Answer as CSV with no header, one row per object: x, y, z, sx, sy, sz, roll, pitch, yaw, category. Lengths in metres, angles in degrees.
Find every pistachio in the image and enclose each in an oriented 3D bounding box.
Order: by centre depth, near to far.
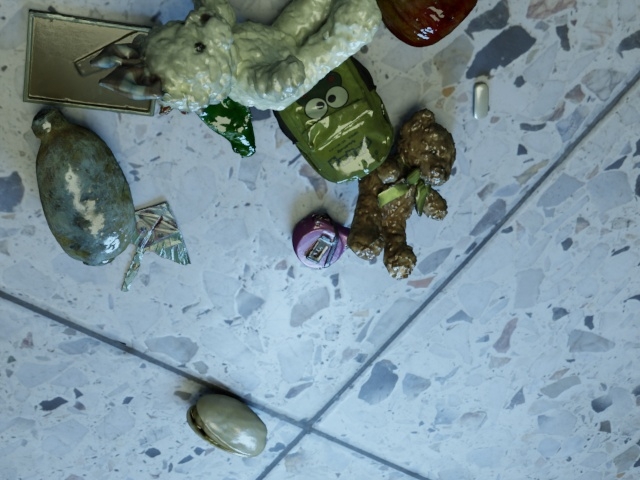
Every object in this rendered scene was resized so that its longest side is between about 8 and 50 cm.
-0.225,0.453,2.186,0.226,0.136,0.136,34,109,-27,pistachio

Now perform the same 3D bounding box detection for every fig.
0.152,-0.484,1.691,0.290,0.190,0.190,30,116,11,fig

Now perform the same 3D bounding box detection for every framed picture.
-0.431,-0.332,1.696,0.250,0.016,0.184,3,121,-17,framed picture

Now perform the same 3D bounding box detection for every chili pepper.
-0.189,-0.251,1.784,0.108,0.062,0.216,-20,126,7,chili pepper

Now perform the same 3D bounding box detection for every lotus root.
-0.465,-0.097,1.754,0.175,0.175,0.349,-16,123,-4,lotus root

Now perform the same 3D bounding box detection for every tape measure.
0.000,0.000,1.984,0.118,0.074,0.125,25,111,-26,tape measure

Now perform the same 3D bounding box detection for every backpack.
0.031,-0.238,1.766,0.207,0.140,0.253,-31,92,7,backpack

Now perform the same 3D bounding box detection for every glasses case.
0.342,-0.297,1.908,0.032,0.021,0.083,-11,124,-8,glasses case

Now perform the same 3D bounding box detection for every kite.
-0.386,0.015,1.935,0.229,0.012,0.250,21,116,-21,kite

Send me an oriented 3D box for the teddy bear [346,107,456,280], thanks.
0.192,-0.092,1.871,0.223,0.296,0.246,-26,140,34,teddy bear

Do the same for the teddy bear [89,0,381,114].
-0.147,-0.369,1.556,0.375,0.327,0.362,-47,144,21,teddy bear

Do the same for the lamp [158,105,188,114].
-0.287,-0.287,1.754,0.063,0.031,0.083,-3,120,-14,lamp
